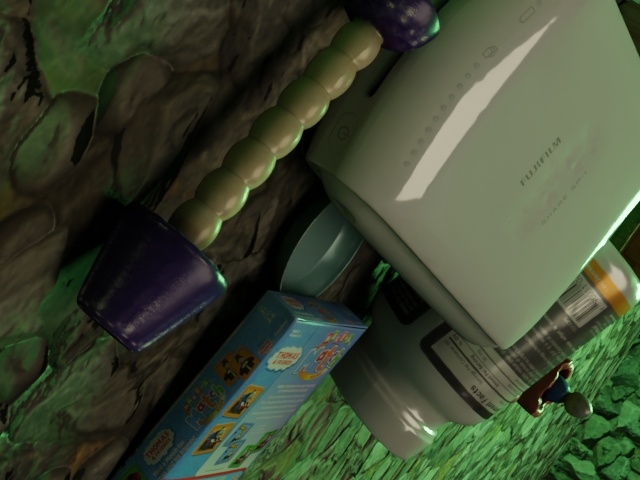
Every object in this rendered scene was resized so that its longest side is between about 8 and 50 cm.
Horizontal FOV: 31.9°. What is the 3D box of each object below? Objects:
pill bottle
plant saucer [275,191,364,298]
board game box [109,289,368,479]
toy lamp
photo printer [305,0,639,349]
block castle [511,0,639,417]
[{"bbox_3d":[0.151,0.075,1.070,0.278,0.162,0.162,-39,160,8],"label":"pill bottle"},{"bbox_3d":[0.000,0.000,0.897,0.119,0.021,0.119,-44,156,-25],"label":"plant saucer"},{"bbox_3d":[-0.065,0.135,0.914,0.211,0.039,0.160,-49,159,9],"label":"board game box"},{"bbox_3d":[-0.037,-0.051,0.672,0.274,0.080,0.080,-50,158,-10],"label":"toy lamp"},{"bbox_3d":[0.136,-0.077,0.860,0.256,0.107,0.307,-49,140,-3],"label":"photo printer"},{"bbox_3d":[0.326,-0.016,1.280,0.453,0.213,0.303,-54,158,0],"label":"block castle"}]
